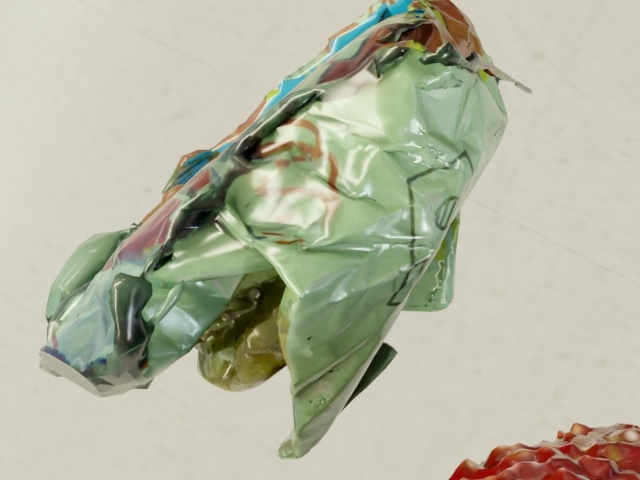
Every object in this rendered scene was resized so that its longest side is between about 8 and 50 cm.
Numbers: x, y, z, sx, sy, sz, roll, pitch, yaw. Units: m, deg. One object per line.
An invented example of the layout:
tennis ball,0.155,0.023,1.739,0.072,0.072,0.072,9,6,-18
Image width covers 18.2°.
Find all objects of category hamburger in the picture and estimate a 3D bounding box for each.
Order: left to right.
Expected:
hamburger,-0.001,0.006,0.952,0.276,0.260,0.150,-41,97,-3

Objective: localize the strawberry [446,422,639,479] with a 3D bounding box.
strawberry,0.060,0.156,0.857,0.233,0.306,0.138,-28,108,33
